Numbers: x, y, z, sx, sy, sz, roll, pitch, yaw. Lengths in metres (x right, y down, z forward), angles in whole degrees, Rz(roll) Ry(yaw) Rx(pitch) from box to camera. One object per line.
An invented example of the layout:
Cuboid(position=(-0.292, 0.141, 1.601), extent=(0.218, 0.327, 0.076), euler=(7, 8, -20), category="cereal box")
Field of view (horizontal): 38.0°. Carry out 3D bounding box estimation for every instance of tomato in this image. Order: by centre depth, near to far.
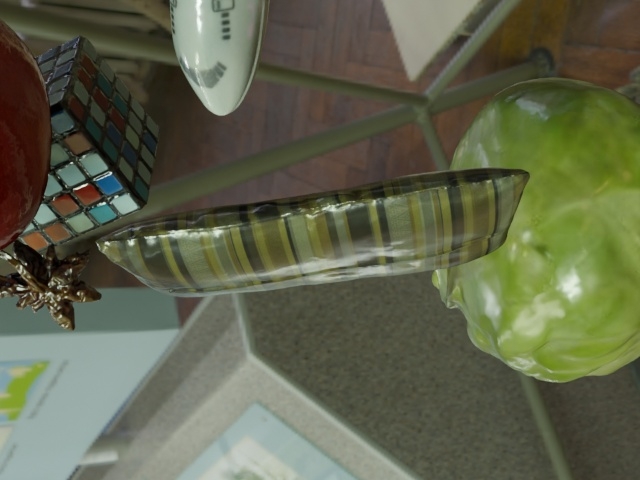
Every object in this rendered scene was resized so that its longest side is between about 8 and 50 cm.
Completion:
Cuboid(position=(-0.399, -0.102, 0.960), extent=(0.299, 0.226, 0.298), euler=(-16, 70, 51), category="tomato")

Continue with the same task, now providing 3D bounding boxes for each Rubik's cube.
Cuboid(position=(-0.342, -0.126, 1.220), extent=(0.184, 0.187, 0.182), euler=(-23, 37, 17), category="Rubik's cube")

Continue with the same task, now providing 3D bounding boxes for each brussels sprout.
Cuboid(position=(0.253, -0.009, 0.955), extent=(0.328, 0.247, 0.328), euler=(177, 90, -84), category="brussels sprout")

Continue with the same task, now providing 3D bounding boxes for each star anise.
Cuboid(position=(-0.354, 0.037, 1.107), extent=(0.070, 0.191, 0.097), euler=(-99, 34, -76), category="star anise")

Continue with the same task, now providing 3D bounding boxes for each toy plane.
Cuboid(position=(-0.056, -0.196, 0.533), extent=(0.101, 0.251, 0.255), euler=(-61, -25, -53), category="toy plane")

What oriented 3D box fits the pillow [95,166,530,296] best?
Cuboid(position=(0.000, 0.000, 0.474), extent=(0.113, 0.203, 0.038), euler=(67, -166, -75), category="pillow")
